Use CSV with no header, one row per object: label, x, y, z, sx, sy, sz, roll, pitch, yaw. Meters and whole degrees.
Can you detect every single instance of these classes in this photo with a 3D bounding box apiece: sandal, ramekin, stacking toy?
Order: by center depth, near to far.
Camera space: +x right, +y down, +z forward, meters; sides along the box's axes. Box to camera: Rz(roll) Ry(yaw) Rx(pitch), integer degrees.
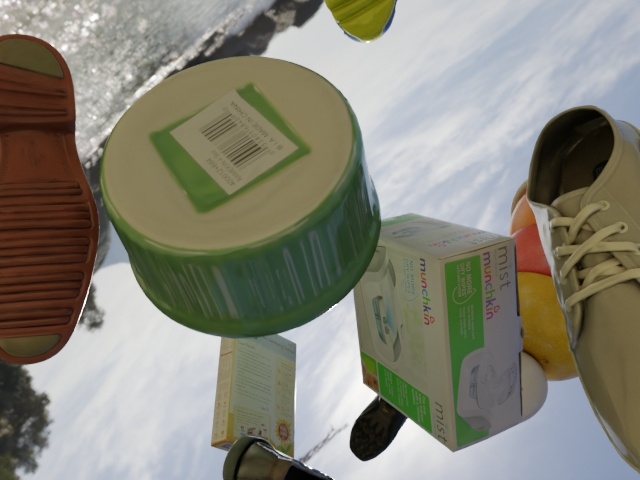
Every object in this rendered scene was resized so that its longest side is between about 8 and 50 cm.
ramekin,-0.087,-0.060,0.662,0.303,0.303,0.148,-50,155,-23
sandal,0.048,-0.461,0.943,0.126,0.317,0.138,-13,177,9
stacking toy,0.398,0.122,1.048,0.480,0.351,0.350,-44,-165,-27

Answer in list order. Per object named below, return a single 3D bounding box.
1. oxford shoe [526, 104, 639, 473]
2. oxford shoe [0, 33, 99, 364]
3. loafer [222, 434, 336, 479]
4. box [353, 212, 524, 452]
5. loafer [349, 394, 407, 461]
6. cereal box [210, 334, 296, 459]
oxford shoe,0.310,0.027,0.644,0.169,0.130,0.449,-35,-140,42
oxford shoe,-0.359,-0.045,0.753,0.146,0.140,0.397,-27,-116,59
loafer,-0.019,0.330,0.754,0.084,0.267,0.096,1,-126,36
box,0.156,0.112,0.841,0.126,0.262,0.231,-13,-163,-23
loafer,0.123,0.301,1.058,0.078,0.076,0.223,-9,133,-52
cereal box,-0.116,0.275,1.110,0.047,0.173,0.240,-26,-134,30
